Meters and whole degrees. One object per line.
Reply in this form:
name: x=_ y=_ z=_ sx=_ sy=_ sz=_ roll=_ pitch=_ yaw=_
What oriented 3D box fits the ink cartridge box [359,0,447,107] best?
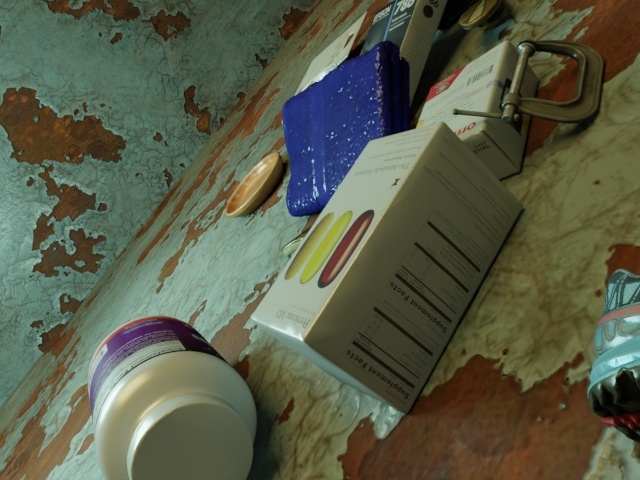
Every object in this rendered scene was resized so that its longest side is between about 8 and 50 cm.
ink cartridge box: x=0.132 y=-0.341 z=1.009 sx=0.165 sy=0.065 sz=0.332 roll=3 pitch=71 yaw=64

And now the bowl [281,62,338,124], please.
bowl: x=0.002 y=-0.287 z=1.188 sx=0.170 sy=0.080 sz=0.170 roll=-41 pitch=23 yaw=22

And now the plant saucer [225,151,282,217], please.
plant saucer: x=-0.158 y=-0.131 z=1.371 sx=0.200 sy=0.037 sz=0.200 roll=-42 pitch=23 yaw=22

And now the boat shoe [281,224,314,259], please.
boat shoe: x=0.000 y=0.000 z=0.847 sx=0.056 sy=0.049 sz=0.152 roll=-43 pitch=10 yaw=-38

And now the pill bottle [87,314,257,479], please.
pill bottle: x=-0.192 y=0.210 z=0.703 sx=0.181 sy=0.181 sz=0.323 roll=-55 pitch=23 yaw=-11

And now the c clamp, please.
c clamp: x=0.236 y=-0.177 z=0.606 sx=0.137 sy=0.022 sz=0.160 roll=19 pitch=56 yaw=20

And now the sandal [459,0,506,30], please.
sandal: x=0.279 y=-0.379 z=0.926 sx=0.072 sy=0.049 sz=0.180 roll=-29 pitch=15 yaw=31

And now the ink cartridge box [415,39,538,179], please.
ink cartridge box: x=0.184 y=-0.143 z=0.687 sx=0.127 sy=0.072 sz=0.175 roll=-23 pitch=35 yaw=48

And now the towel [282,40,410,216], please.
towel: x=0.039 y=-0.168 z=0.922 sx=0.308 sy=0.076 sz=0.227 roll=-10 pitch=82 yaw=58

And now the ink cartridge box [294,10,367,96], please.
ink cartridge box: x=0.037 y=-0.474 z=1.512 sx=0.239 sy=0.060 sz=0.275 roll=-30 pitch=29 yaw=39

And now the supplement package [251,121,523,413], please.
supplement package: x=0.067 y=0.023 z=0.567 sx=0.244 sy=0.134 sz=0.139 roll=-57 pitch=22 yaw=-15

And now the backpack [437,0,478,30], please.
backpack: x=0.245 y=-0.486 z=1.100 sx=0.105 sy=0.084 sz=0.114 roll=-37 pitch=24 yaw=27

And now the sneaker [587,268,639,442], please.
sneaker: x=0.254 y=0.014 z=0.271 sx=0.262 sy=0.104 sz=0.125 roll=-29 pitch=28 yaw=41
